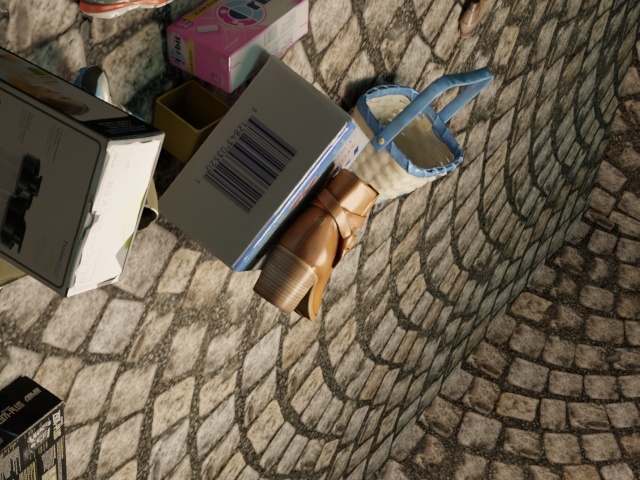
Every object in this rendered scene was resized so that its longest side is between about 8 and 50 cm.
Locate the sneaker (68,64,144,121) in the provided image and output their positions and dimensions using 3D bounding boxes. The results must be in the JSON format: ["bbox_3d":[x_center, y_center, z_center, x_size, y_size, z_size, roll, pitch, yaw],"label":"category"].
[{"bbox_3d":[-0.260,-0.151,1.427,0.082,0.071,0.191,-23,150,-21],"label":"sneaker"}]

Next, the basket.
[{"bbox_3d":[0.169,-0.206,2.087,0.289,0.201,0.254,-38,171,29],"label":"basket"}]

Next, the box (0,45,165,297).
[{"bbox_3d":[-0.308,-0.085,1.138,0.087,0.290,0.169,-17,130,-59],"label":"box"}]

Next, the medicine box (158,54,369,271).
[{"bbox_3d":[-0.073,-0.101,1.663,0.263,0.149,0.289,-52,173,4],"label":"medicine box"}]

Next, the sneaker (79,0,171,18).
[{"bbox_3d":[-0.220,-0.313,1.370,0.158,0.061,0.065,-36,140,-47],"label":"sneaker"}]

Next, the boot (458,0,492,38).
[{"bbox_3d":[0.322,-0.470,2.372,0.118,0.042,0.087,-40,155,-40],"label":"boot"}]

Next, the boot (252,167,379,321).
[{"bbox_3d":[0.000,0.000,1.701,0.220,0.109,0.283,-55,167,0],"label":"boot"}]

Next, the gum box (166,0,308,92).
[{"bbox_3d":[-0.107,-0.289,1.569,0.188,0.107,0.062,-44,152,-36],"label":"gum box"}]

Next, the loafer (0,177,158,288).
[{"bbox_3d":[-0.312,-0.013,1.395,0.268,0.092,0.102,-32,149,-16],"label":"loafer"}]

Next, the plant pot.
[{"bbox_3d":[-0.182,-0.157,1.600,0.081,0.081,0.083,-39,159,-44],"label":"plant pot"}]

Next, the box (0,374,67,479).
[{"bbox_3d":[-0.430,0.303,1.589,0.147,0.077,0.180,-40,149,-41],"label":"box"}]
